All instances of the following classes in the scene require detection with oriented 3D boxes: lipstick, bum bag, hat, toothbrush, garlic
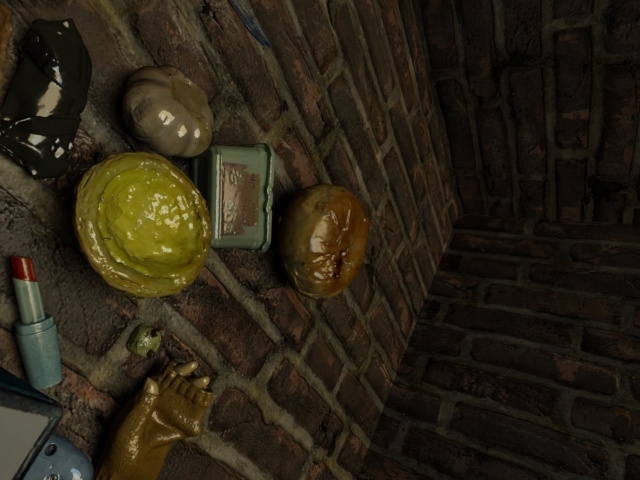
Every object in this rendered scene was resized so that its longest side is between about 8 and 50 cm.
[{"bbox_3d":[-0.568,0.159,0.844,0.068,0.061,0.273,-19,111,-51],"label":"lipstick"},{"bbox_3d":[-0.525,-0.279,0.817,0.142,0.080,0.326,20,79,-59],"label":"bum bag"},{"bbox_3d":[-0.432,0.254,1.064,0.076,0.059,0.077,41,66,-45],"label":"hat"},{"bbox_3d":[-0.257,-0.694,1.176,0.413,0.035,0.042,44,57,-49],"label":"toothbrush"},{"bbox_3d":[-0.356,-0.292,0.993,0.228,0.152,0.227,30,43,-32],"label":"garlic"}]

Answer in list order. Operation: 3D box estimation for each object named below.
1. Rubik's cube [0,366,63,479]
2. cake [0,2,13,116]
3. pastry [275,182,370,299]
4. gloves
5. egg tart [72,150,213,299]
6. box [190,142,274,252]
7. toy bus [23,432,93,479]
[{"bbox_3d":[-0.626,0.284,0.558,0.313,0.319,0.316,53,54,-47],"label":"Rubik's cube"},{"bbox_3d":[-0.593,-0.221,0.549,0.282,0.291,0.255,10,89,-59],"label":"cake"},{"bbox_3d":[0.000,0.000,1.485,0.410,0.245,0.409,-15,109,-51],"label":"pastry"},{"bbox_3d":[-0.412,0.450,1.040,0.356,0.155,0.203,-55,132,-13],"label":"gloves"},{"bbox_3d":[-0.397,-0.027,0.955,0.345,0.133,0.345,27,57,-51],"label":"egg tart"},{"bbox_3d":[-0.253,-0.118,1.179,0.183,0.175,0.311,-4,99,-46],"label":"box"},{"bbox_3d":[-0.564,0.491,0.776,0.197,0.232,0.294,32,67,-14],"label":"toy bus"}]
